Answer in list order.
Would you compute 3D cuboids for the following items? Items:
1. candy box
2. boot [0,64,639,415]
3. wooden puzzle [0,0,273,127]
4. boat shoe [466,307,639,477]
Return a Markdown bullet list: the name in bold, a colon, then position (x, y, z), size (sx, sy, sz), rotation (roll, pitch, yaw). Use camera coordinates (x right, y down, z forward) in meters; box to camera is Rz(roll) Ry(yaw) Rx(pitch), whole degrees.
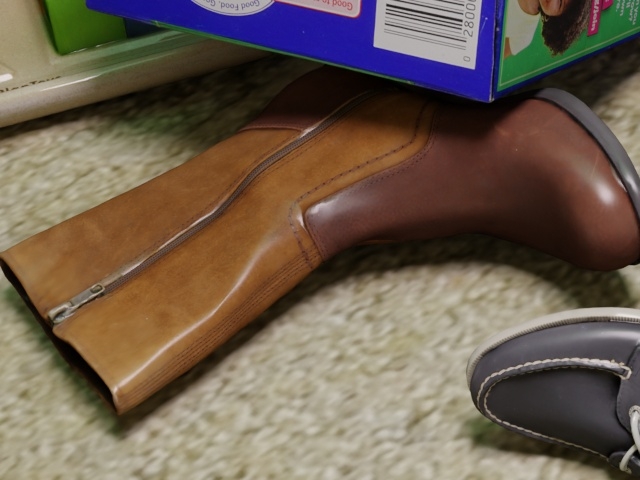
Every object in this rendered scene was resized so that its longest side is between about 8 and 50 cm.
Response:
- **candy box**: position (0.060, -0.191, 1.115), size (0.268, 0.122, 0.317), rotation (16, 25, 29)
- **boot**: position (0.000, 0.000, 0.996), size (0.280, 0.096, 0.264), rotation (-31, 45, -23)
- **wooden puzzle**: position (-0.227, -0.193, 1.274), size (0.322, 0.080, 0.348), rotation (-16, 40, -8)
- **boat shoe**: position (0.168, 0.082, 0.886), size (0.206, 0.075, 0.065), rotation (6, 39, 10)
